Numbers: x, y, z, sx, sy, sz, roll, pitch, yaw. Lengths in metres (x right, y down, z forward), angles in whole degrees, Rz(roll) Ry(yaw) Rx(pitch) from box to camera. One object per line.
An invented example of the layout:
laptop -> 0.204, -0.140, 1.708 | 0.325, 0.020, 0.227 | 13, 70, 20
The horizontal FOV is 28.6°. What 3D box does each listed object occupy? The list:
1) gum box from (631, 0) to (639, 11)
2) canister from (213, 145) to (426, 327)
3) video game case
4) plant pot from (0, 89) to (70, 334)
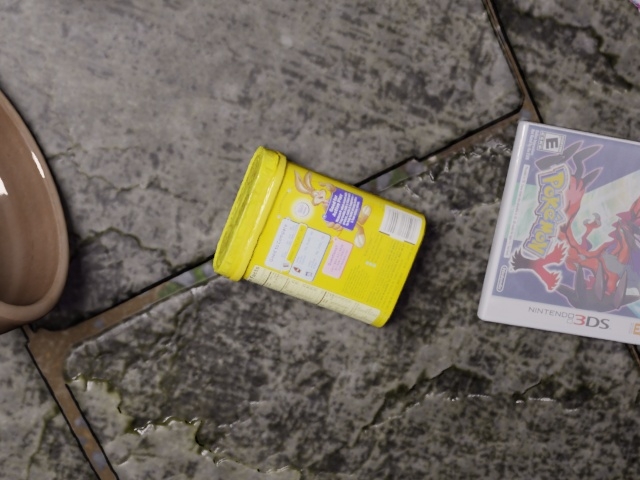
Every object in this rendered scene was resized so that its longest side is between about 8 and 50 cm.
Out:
gum box -> 0.329, -0.312, 1.171 | 0.107, 0.062, 0.188 | 33, 95, -13
canister -> 0.000, 0.000, 1.179 | 0.169, 0.073, 0.126 | 21, 97, -13
video game case -> 0.264, -0.005, 1.241 | 0.183, 0.023, 0.201 | 9, 99, -10
plant pot -> -0.378, -0.013, 1.050 | 0.229, 0.263, 0.263 | -23, 104, 14
